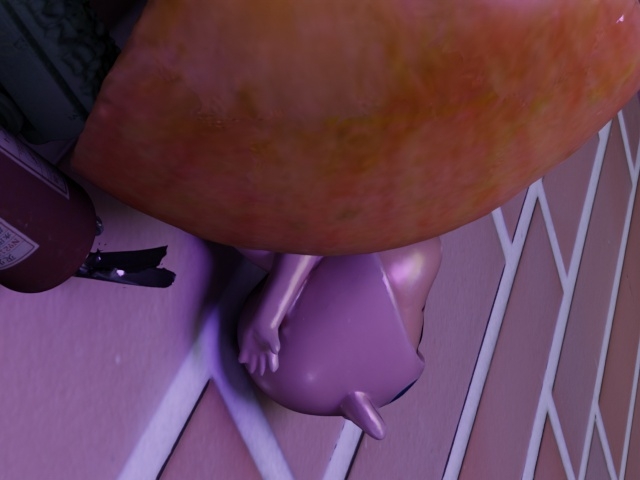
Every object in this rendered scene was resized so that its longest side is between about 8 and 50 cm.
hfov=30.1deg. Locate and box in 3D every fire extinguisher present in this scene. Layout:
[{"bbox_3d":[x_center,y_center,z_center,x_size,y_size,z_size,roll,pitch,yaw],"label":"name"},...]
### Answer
[{"bbox_3d":[-0.160,-0.021,0.610,0.231,0.099,0.071,43,52,-54],"label":"fire extinguisher"}]

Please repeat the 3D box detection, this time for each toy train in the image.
[{"bbox_3d":[-0.168,-0.118,0.612,0.172,0.099,0.070,60,38,-42],"label":"toy train"}]

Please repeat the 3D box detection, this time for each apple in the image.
[{"bbox_3d":[0.013,-0.111,0.645,0.309,0.314,0.252,-118,-161,-77],"label":"apple"}]

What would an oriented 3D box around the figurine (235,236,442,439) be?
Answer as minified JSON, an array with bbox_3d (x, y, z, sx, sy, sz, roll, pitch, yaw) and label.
[{"bbox_3d":[0.000,0.000,0.877,0.287,0.186,0.176,63,3,-7],"label":"figurine"}]
